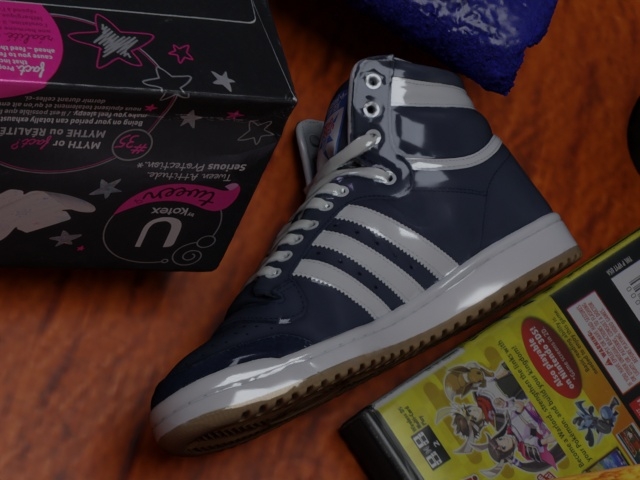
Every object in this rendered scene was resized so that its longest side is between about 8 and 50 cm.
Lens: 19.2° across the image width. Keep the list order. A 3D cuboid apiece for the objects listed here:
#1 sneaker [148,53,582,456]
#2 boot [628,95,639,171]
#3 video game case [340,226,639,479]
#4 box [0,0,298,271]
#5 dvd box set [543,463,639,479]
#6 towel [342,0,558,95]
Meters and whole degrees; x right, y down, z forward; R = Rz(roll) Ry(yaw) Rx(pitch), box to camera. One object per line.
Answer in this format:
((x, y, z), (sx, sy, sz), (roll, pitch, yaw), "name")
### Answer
((0.000, 0.000, 1.004), (0.282, 0.099, 0.153), (-24, 82, -35), "sneaker")
((0.377, -0.050, 1.101), (0.348, 0.260, 0.131), (24, 60, -13), "boot")
((0.180, 0.155, 1.057), (0.248, 0.035, 0.275), (-30, 84, -32), "video game case")
((-0.162, -0.087, 0.929), (0.247, 0.142, 0.163), (2, 51, -25), "box")
((0.238, 0.260, 0.983), (0.420, 0.062, 0.308), (-5, 73, -27), "dvd box set")
((0.010, -0.232, 1.115), (0.308, 0.076, 0.228), (31, 51, -7), "towel")
